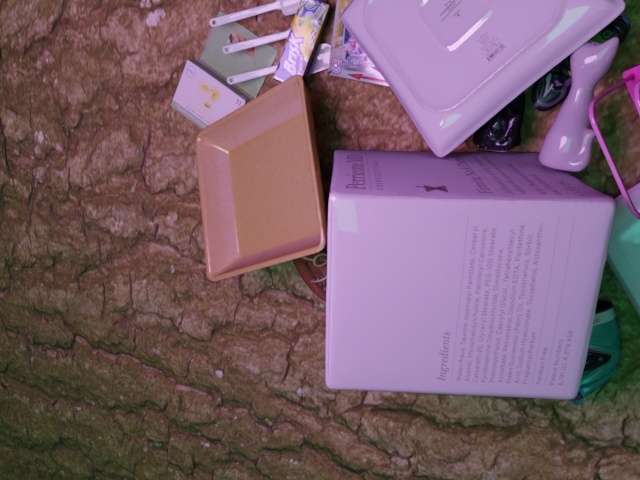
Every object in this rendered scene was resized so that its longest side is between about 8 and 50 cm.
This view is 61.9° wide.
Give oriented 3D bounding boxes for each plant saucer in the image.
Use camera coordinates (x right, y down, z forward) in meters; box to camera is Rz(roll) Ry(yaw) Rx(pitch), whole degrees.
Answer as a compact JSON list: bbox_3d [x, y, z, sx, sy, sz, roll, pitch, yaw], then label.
[{"bbox_3d":[-0.111,-0.107,1.064,0.332,0.080,0.333,-17,77,40],"label":"plant saucer"}]

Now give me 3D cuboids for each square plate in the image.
[{"bbox_3d":[0.226,-0.375,0.866,0.347,0.049,0.344,-40,73,31],"label":"square plate"}]

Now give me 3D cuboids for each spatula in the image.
[{"bbox_3d":[-0.101,-0.412,1.099,0.241,0.019,0.168,-10,109,13],"label":"spatula"}]

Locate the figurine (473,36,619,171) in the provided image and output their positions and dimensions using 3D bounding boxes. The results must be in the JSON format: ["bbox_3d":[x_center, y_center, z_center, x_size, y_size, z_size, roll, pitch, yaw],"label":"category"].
[{"bbox_3d":[0.367,-0.240,0.875,0.214,0.092,0.210,31,127,45],"label":"figurine"}]

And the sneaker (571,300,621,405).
[{"bbox_3d":[0.455,0.243,1.068,0.295,0.123,0.179,-21,90,28],"label":"sneaker"}]

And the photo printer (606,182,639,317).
[{"bbox_3d":[0.637,0.026,0.902,0.256,0.107,0.308,-31,94,31],"label":"photo printer"}]

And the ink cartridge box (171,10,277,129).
[{"bbox_3d":[-0.217,-0.355,1.182,0.171,0.056,0.235,37,122,8],"label":"ink cartridge box"}]

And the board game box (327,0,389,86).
[{"bbox_3d":[0.178,-0.390,0.990,0.317,0.046,0.214,16,116,19],"label":"board game box"}]

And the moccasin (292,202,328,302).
[{"bbox_3d":[0.003,-0.001,1.158,0.380,0.139,0.147,61,162,1],"label":"moccasin"}]

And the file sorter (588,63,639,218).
[{"bbox_3d":[0.532,-0.161,0.670,0.290,0.182,0.202,-18,101,56],"label":"file sorter"}]

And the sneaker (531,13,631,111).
[{"bbox_3d":[0.425,-0.294,0.890,0.067,0.078,0.188,45,129,2],"label":"sneaker"}]

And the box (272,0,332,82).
[{"bbox_3d":[-0.036,-0.389,1.057,0.059,0.054,0.169,24,108,2],"label":"box"}]

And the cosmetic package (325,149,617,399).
[{"bbox_3d":[0.210,0.036,0.913,0.392,0.329,0.328,1,111,2],"label":"cosmetic package"}]
